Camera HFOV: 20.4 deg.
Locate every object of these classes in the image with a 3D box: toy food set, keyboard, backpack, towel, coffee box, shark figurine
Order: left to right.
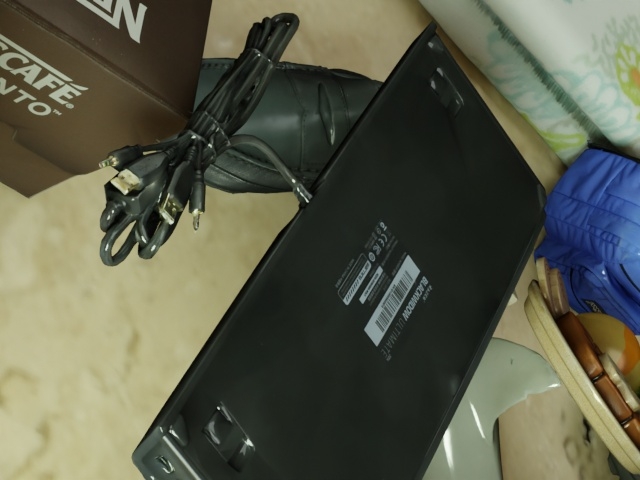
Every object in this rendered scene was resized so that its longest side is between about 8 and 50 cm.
[{"bbox_3d":[-0.134,-0.193,0.827,0.168,0.119,0.297,33,51,-37],"label":"coffee box"},{"bbox_3d":[0.000,0.000,0.780,0.201,0.033,0.317,54,39,-18],"label":"keyboard"},{"bbox_3d":[0.101,0.110,0.965,0.166,0.116,0.278,-17,84,-49],"label":"shark figurine"},{"bbox_3d":[0.179,-0.214,1.222,0.374,0.090,0.320,44,48,-27],"label":"towel"},{"bbox_3d":[0.152,0.067,0.947,0.192,0.038,0.132,54,10,-16],"label":"toy food set"},{"bbox_3d":[0.202,0.008,1.108,0.098,0.120,0.101,38,81,-28],"label":"backpack"}]

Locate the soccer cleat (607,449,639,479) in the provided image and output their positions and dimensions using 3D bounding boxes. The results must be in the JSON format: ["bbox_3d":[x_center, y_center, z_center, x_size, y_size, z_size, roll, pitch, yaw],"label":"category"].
[{"bbox_3d":[0.306,0.154,1.169,0.318,0.116,0.108,31,50,-36],"label":"soccer cleat"}]

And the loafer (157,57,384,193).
[{"bbox_3d":[-0.001,-0.063,0.950,0.223,0.078,0.076,8,67,-47],"label":"loafer"}]
